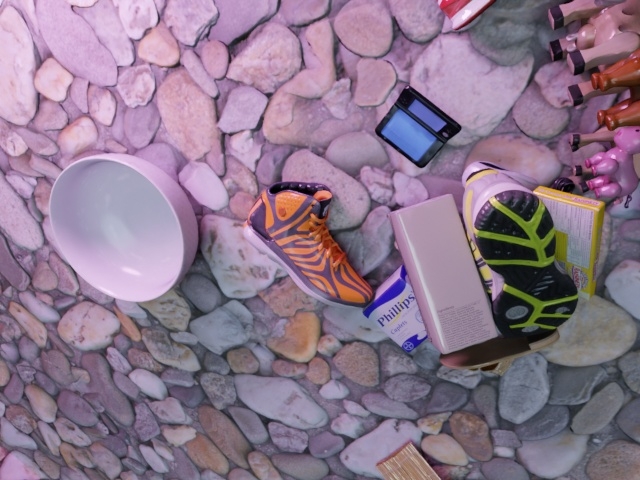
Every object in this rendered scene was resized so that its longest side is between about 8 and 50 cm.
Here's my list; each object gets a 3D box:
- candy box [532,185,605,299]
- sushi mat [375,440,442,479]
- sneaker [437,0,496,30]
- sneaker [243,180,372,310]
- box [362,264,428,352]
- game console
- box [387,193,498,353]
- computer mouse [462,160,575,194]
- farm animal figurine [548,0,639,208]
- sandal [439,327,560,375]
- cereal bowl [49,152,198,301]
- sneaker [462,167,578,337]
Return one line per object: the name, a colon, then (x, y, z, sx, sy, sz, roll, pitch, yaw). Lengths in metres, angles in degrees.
candy box: (0.423, 0.007, 0.701, 0.105, 0.027, 0.206, 29, 150, 47)
sushi mat: (0.289, 0.675, 1.027, 0.316, 0.019, 0.151, 49, 119, 15)
sneaker: (0.262, -0.441, 0.600, 0.221, 0.087, 0.128, -37, 99, 24)
sneaker: (0.000, 0.000, 0.832, 0.321, 0.124, 0.180, 35, 117, 0)
box: (0.182, 0.147, 0.869, 0.137, 0.072, 0.126, 40, 116, -2)
game console: (0.172, -0.201, 0.733, 0.122, 0.107, 0.071, 37, 88, -2)
box: (0.225, 0.060, 0.762, 0.113, 0.094, 0.275, -17, 92, 0)
computer mouse: (0.355, -0.086, 0.741, 0.193, 0.042, 0.106, 20, 116, 7)
farm animal figurine: (0.446, -0.231, 0.565, 0.172, 0.330, 0.326, -15, 78, 23)
sandal: (0.380, 0.248, 0.848, 0.240, 0.088, 0.079, -24, 106, 17)
cereal bowl: (-0.424, -0.037, 0.928, 0.339, 0.141, 0.338, 6, 113, 14)
sneaker: (0.352, 0.032, 0.726, 0.145, 0.147, 0.384, -17, 128, 15)
